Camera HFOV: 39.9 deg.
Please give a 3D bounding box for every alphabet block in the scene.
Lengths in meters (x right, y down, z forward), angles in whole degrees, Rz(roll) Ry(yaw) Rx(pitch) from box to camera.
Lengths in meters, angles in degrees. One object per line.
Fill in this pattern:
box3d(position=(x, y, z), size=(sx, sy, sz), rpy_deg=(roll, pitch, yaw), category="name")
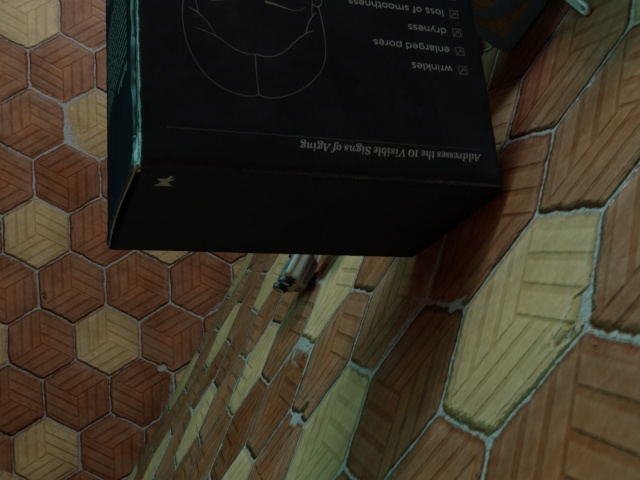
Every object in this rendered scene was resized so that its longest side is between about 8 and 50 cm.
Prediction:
box3d(position=(0.284, -0.461, 1.457), size=(0.192, 0.194, 0.197), rpy_deg=(-54, 12, 34), category="alphabet block")

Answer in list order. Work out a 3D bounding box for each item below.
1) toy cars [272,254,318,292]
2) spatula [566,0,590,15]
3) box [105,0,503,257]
box3d(position=(0.000, 0.000, 1.980), size=(0.393, 0.087, 0.176), rpy_deg=(-59, 4, 32), category="toy cars")
box3d(position=(0.309, -0.420, 1.216), size=(0.168, 0.019, 0.242), rpy_deg=(85, 159, -46), category="spatula")
box3d(position=(-0.047, -0.244, 1.238), size=(0.297, 0.480, 0.471), rpy_deg=(132, 136, -61), category="box")
